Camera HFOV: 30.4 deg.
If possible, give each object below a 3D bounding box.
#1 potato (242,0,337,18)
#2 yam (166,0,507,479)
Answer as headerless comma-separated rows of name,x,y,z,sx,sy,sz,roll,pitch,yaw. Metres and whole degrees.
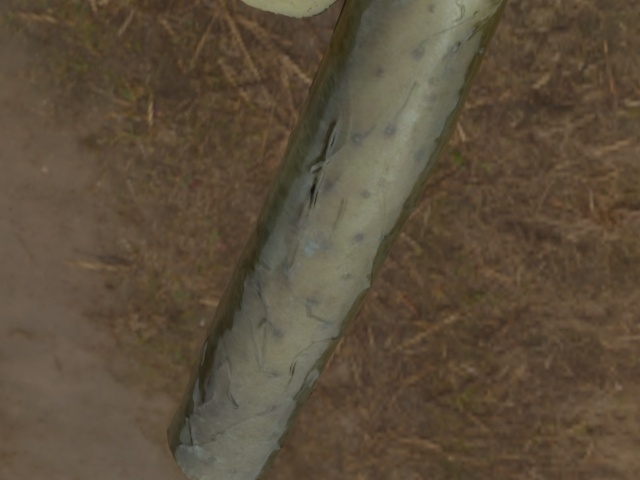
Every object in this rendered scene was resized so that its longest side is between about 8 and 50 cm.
potato,-0.025,-0.188,0.710,0.096,0.066,0.103,-12,114,19
yam,0.000,0.000,0.644,0.083,0.083,0.371,17,121,-11
